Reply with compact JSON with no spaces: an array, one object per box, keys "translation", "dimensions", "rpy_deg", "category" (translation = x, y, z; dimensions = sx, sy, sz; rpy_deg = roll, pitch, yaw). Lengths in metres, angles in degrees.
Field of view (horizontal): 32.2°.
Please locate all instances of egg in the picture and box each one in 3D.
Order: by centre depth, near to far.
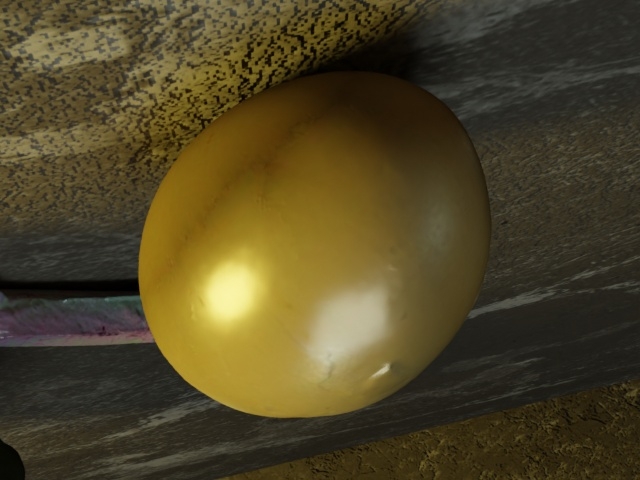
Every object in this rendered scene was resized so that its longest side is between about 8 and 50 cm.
[{"translation":[0.000,0.000,0.672],"dimensions":[0.201,0.201,0.244],"rpy_deg":[-3,150,-31],"category":"egg"}]

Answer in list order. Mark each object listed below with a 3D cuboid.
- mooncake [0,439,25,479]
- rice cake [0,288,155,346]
[{"translation":[-0.425,0.315,1.049],"dimensions":[0.356,0.356,0.194],"rpy_deg":[-26,162,33],"category":"mooncake"},{"translation":[-0.185,0.065,0.964],"dimensions":[0.290,0.051,0.081],"rpy_deg":[2,157,-42],"category":"rice cake"}]
